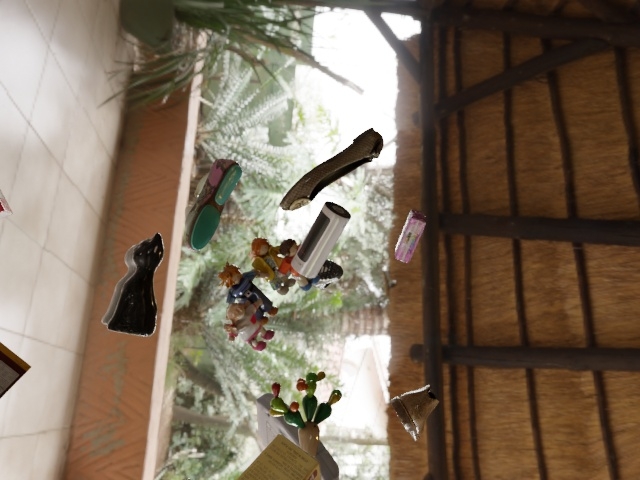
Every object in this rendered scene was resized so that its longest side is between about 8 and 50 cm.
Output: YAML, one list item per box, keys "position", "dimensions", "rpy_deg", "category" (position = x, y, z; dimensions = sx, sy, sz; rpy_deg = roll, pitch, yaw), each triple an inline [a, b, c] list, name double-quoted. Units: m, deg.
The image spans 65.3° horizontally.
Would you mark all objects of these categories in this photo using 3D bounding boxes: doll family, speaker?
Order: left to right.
- position: [-0.130, 0.090, 1.036]
  dimensions: [0.263, 0.118, 0.163]
  rpy_deg: [-52, 136, -23]
  category: "doll family"
- position: [0.000, 0.000, 0.893]
  dimensions: [0.136, 0.055, 0.055]
  rpy_deg: [-59, -162, 23]
  category: "speaker"

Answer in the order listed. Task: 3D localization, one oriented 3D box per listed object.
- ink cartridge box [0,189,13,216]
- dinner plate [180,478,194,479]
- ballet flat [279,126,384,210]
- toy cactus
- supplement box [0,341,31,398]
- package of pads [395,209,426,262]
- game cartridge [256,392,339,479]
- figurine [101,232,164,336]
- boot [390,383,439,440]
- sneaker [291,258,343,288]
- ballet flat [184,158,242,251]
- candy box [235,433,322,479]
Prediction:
- position: [-1.189, -0.166, 1.679]
  dimensions: [0.237, 0.172, 0.100]
  rpy_deg: [65, -16, -4]
  category: "ink cartridge box"
- position: [-0.381, 0.735, 1.376]
  dimensions: [0.017, 0.141, 0.141]
  rpy_deg: [-18, -120, 37]
  category: "dinner plate"
- position: [0.027, -0.131, 0.988]
  dimensions: [0.058, 0.250, 0.084]
  rpy_deg: [52, -8, 5]
  category: "ballet flat"
- position: [-0.035, 0.389, 1.124]
  dimensions: [0.219, 0.112, 0.180]
  rpy_deg: [18, 69, -56]
  category: "toy cactus"
- position: [-1.041, 0.429, 1.540]
  dimensions: [0.191, 0.129, 0.194]
  rpy_deg: [-17, -150, 45]
  category: "supplement box"
- position: [0.158, -0.008, 0.878]
  dimensions: [0.050, 0.032, 0.083]
  rpy_deg: [-66, 175, -68]
  category: "package of pads"
- position: [-0.059, 0.519, 1.233]
  dimensions: [0.294, 0.060, 0.196]
  rpy_deg: [35, -41, 40]
  category: "game cartridge"
- position: [-0.397, 0.090, 1.088]
  dimensions: [0.215, 0.092, 0.209]
  rpy_deg: [-7, -111, 62]
  category: "figurine"
- position: [0.270, 0.460, 1.351]
  dimensions: [0.112, 0.115, 0.305]
  rpy_deg: [58, -2, 27]
  category: "boot"
- position: [0.011, 0.120, 1.716]
  dimensions: [0.234, 0.106, 0.078]
  rpy_deg: [-10, -121, 48]
  category: "sneaker"
- position: [-0.246, -0.081, 1.076]
  dimensions: [0.221, 0.079, 0.077]
  rpy_deg: [-67, 152, -15]
  category: "ballet flat"
- position: [-0.122, 0.451, 0.688]
  dimensions: [0.316, 0.087, 0.183]
  rpy_deg: [-40, 137, -36]
  category: "candy box"
